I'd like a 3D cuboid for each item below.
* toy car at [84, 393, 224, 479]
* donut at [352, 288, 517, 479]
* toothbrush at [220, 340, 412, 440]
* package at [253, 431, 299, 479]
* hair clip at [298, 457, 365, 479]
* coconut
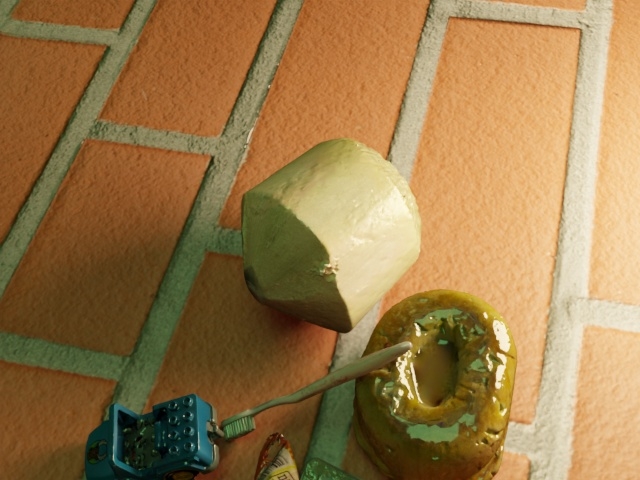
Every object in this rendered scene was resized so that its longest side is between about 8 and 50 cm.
[{"bbox_3d":[-0.224,0.259,1.111,0.191,0.100,0.097,-19,51,13],"label":"toy car"},{"bbox_3d":[0.146,0.187,1.119,0.208,0.128,0.261,4,56,11],"label":"donut"},{"bbox_3d":[-0.011,0.194,1.104,0.307,0.025,0.030,-29,61,26],"label":"toothbrush"},{"bbox_3d":[-0.074,0.393,1.014,0.223,0.108,0.288,-29,60,-11],"label":"package"},{"bbox_3d":[0.037,0.322,1.101,0.137,0.022,0.054,18,58,18],"label":"hair clip"},{"bbox_3d":[0.000,0.000,1.203,0.239,0.239,0.244,37,66,27],"label":"coconut"}]
